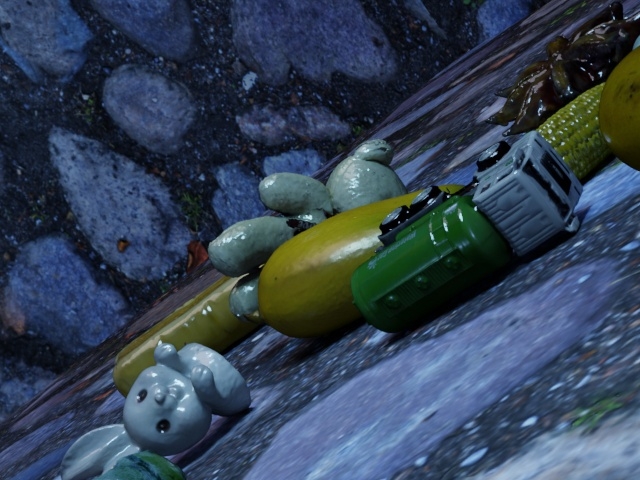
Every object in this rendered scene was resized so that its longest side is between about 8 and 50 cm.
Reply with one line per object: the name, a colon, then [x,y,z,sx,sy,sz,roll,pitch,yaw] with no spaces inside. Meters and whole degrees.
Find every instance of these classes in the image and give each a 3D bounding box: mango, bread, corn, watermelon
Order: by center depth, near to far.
mango: [0.327,-0.120,1.250,0.151,0.120,0.221,-41,14,-15]
watermelon: [-0.227,0.278,1.494,0.139,0.071,0.187,-36,5,36]
corn: [0.257,-0.094,1.587,0.238,0.080,0.080,-40,7,-20]
mango: [0.052,0.021,1.710,0.317,0.119,0.176,-26,6,10]
bread: [-0.170,0.127,2.152,0.305,0.091,0.142,-36,14,2]

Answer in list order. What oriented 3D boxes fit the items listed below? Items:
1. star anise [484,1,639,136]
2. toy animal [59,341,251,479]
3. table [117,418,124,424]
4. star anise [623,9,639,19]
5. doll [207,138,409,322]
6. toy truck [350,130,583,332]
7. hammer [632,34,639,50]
star anise: [0.332,-0.205,1.900,0.272,0.102,0.272,-40,12,11]
toy animal: [-0.189,0.204,1.599,0.221,0.104,0.131,-40,-21,-24]
table: [-0.202,0.223,1.844,0.133,0.043,0.133,-35,6,4]
star anise: [0.386,-0.242,2.084,0.208,0.063,0.172,-45,3,-22]
doll: [0.002,0.004,1.843,0.278,0.149,0.175,-29,-38,-15]
toy truck: [0.139,-0.002,1.462,0.242,0.101,0.125,-35,11,29]
hammer: [0.358,-0.179,1.760,0.194,0.069,0.116,-39,6,19]
